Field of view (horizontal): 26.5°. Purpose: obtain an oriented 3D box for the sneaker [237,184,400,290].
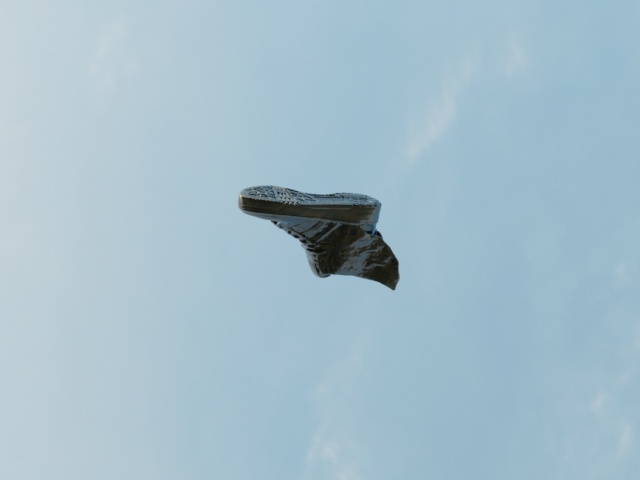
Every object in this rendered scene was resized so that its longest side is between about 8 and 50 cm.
[{"bbox_3d":[-0.001,-0.001,1.309,0.170,0.051,0.089,3,-68,-18],"label":"sneaker"}]
